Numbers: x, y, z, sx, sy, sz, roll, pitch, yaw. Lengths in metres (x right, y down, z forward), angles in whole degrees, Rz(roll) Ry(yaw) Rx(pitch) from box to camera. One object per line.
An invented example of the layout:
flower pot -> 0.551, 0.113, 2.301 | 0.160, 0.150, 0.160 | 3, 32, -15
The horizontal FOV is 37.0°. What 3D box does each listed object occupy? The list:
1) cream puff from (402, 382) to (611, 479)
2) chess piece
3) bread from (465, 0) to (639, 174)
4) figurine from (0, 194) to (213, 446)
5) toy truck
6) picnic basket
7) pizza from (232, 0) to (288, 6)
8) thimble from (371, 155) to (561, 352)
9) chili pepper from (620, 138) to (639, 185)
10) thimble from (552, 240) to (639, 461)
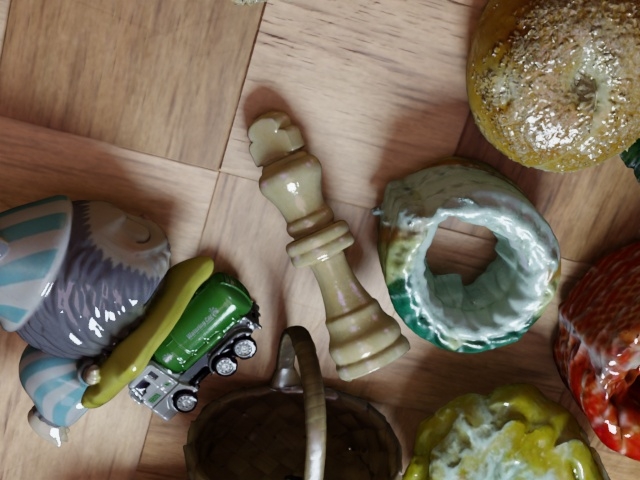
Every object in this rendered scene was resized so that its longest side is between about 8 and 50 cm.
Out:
cream puff -> 0.281, 0.406, 1.548 | 0.378, 0.275, 0.378 | -1, 95, -13
chess piece -> 0.000, 0.000, 1.383 | 0.117, 0.117, 0.397 | -24, 92, 6
bread -> 0.347, -0.234, 1.311 | 0.305, 0.159, 0.305 | 0, 112, 0
figurine -> -0.404, 0.058, 1.365 | 0.378, 0.266, 0.361 | 41, 120, -10
toy truck -> -0.194, 0.161, 1.481 | 0.125, 0.101, 0.242 | 40, 104, -22
picnic basket -> -0.037, 0.290, 1.444 | 0.337, 0.293, 0.337 | -5, 124, -8
pizza -> -0.090, -0.378, 1.263 | 0.226, 0.069, 0.147 | 41, 103, -20
thimble -> 0.210, 0.020, 1.419 | 0.254, 0.167, 0.288 | -43, 112, 12
chili pepper -> 0.560, -0.106, 1.422 | 0.264, 0.116, 0.148 | 31, 105, -18
thimble -> 0.552, 0.169, 1.487 | 0.350, 0.230, 0.350 | -3, 114, -6
